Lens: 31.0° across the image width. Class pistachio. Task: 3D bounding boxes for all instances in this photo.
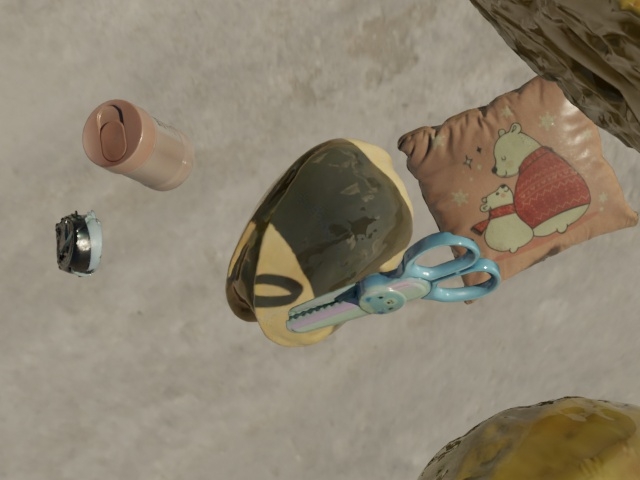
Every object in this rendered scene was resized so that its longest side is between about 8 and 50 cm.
[{"bbox_3d":[0.000,0.000,1.676,0.229,0.238,0.321,32,89,49],"label":"pistachio"}]

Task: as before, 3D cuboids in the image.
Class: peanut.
[{"bbox_3d":[0.059,0.130,0.463,0.229,0.103,0.098,-18,70,-29],"label":"peanut"}]

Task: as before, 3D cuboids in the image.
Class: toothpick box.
[{"bbox_3d":[-0.255,-0.132,1.633,0.098,0.149,0.098,-5,77,22],"label":"toothpick box"}]

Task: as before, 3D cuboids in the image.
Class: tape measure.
[{"bbox_3d":[-0.332,0.006,1.581,0.054,0.094,0.091,3,83,-31],"label":"tape measure"}]

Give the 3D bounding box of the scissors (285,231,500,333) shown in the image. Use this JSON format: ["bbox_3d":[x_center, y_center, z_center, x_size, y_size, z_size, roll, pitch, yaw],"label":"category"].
[{"bbox_3d":[0.071,0.058,1.303,0.256,0.125,0.030,-20,53,24],"label":"scissors"}]

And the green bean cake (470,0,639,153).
[{"bbox_3d":[0.147,-0.122,0.477,0.230,0.224,0.131,40,91,-1],"label":"green bean cake"}]

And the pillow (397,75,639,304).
[{"bbox_3d":[0.230,-0.065,1.335,0.236,0.084,0.223,-26,107,9],"label":"pillow"}]
